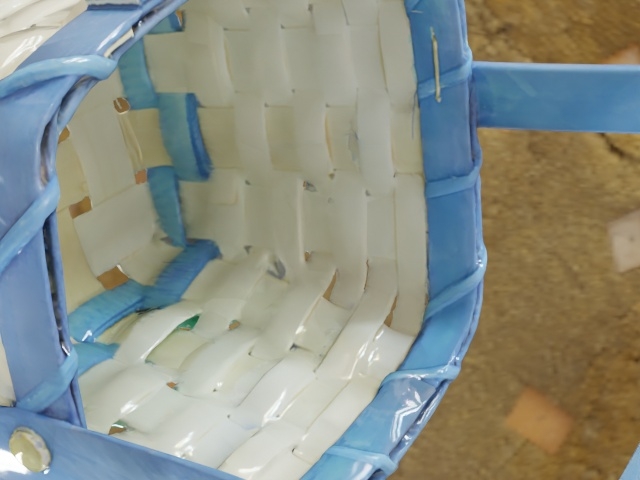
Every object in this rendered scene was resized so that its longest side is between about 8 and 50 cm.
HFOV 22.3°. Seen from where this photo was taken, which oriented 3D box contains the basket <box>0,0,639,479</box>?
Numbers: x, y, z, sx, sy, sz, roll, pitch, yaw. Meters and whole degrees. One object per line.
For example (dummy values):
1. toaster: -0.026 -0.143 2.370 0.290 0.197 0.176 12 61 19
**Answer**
1. basket: 0.000 0.000 0.486 0.289 0.255 0.201 5 -62 36
